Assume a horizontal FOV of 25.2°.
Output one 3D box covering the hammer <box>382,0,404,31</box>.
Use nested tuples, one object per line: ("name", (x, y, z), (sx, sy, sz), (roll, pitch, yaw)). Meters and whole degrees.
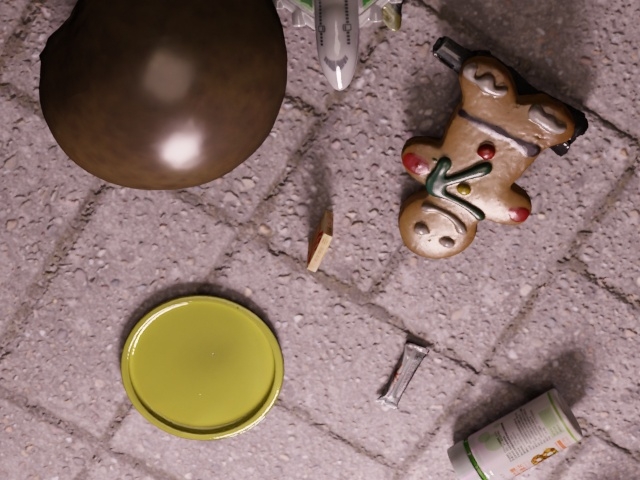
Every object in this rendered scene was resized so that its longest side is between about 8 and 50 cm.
("hammer", (0.151, -0.371, 1.829), (0.226, 0.041, 0.159), (-42, 106, 14))

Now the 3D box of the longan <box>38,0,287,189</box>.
("longan", (-0.189, -0.209, 1.751), (0.318, 0.319, 0.319), (0, 112, -1))

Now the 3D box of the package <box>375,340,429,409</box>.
("package", (0.118, 0.196, 2.068), (0.037, 0.015, 0.110), (24, 108, -9))

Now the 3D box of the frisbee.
("frisbee", (-0.169, 0.183, 2.056), (0.236, 0.017, 0.236), (0, 112, -1))

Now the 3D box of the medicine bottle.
("medicine bottle", (0.282, 0.294, 2.073), (0.183, 0.086, 0.086), (-32, 109, 11))

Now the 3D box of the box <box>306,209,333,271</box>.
("box", (0.000, 0.000, 1.946), (0.015, 0.093, 0.058), (25, 110, -8))

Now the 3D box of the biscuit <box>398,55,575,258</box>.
("biscuit", (0.203, -0.090, 1.907), (0.197, 0.049, 0.301), (30, 122, -6))

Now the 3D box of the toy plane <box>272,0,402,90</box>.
("toy plane", (0.021, -0.319, 1.802), (0.251, 0.101, 0.255), (-2, 103, 7))

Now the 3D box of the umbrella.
("umbrella", (0.249, -0.199, 1.893), (0.235, 0.059, 0.066), (34, 90, -11))
